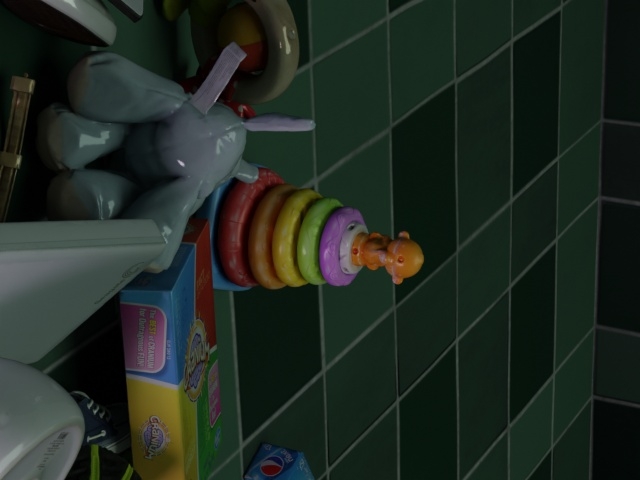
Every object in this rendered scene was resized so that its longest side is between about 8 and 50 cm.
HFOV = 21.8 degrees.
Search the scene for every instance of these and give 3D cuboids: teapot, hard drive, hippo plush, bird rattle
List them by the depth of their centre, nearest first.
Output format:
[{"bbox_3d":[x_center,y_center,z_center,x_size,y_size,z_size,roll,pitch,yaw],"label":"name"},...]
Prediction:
[{"bbox_3d":[-0.366,0.201,1.605,0.252,0.187,0.256,-42,164,-45],"label":"teapot"},{"bbox_3d":[-0.335,0.062,1.669,0.233,0.047,0.353,-39,164,23],"label":"hard drive"},{"bbox_3d":[-0.184,-0.122,1.909,0.294,0.234,0.236,-44,-176,8],"label":"hippo plush"},{"bbox_3d":[-0.111,-0.235,2.003,0.143,0.207,0.253,-12,102,-42],"label":"bird rattle"}]

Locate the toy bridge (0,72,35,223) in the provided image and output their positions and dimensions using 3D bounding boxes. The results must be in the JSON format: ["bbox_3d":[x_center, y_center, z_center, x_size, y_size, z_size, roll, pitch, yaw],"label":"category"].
[{"bbox_3d":[-0.332,-0.086,1.771,0.063,0.026,0.188,-169,-89,-82],"label":"toy bridge"}]

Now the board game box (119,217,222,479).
[{"bbox_3d":[-0.180,0.160,2.044,0.242,0.064,0.316,-72,162,-67],"label":"board game box"}]

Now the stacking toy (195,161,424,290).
[{"bbox_3d":[0.000,0.000,2.169,0.166,0.302,0.175,6,93,-63],"label":"stacking toy"}]

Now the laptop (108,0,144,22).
[{"bbox_3d":[-0.188,-0.503,1.649,0.382,0.236,0.408,37,46,-55],"label":"laptop"}]

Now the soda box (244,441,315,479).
[{"bbox_3d":[-0.044,0.393,2.481,0.067,0.071,0.210,-61,148,-33],"label":"soda box"}]

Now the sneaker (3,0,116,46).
[{"bbox_3d":[-0.286,-0.300,1.721,0.290,0.106,0.123,41,66,-58],"label":"sneaker"}]

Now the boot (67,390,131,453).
[{"bbox_3d":[-0.273,0.213,1.972,0.190,0.069,0.086,-32,133,-55],"label":"boot"}]

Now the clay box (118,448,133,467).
[{"bbox_3d":[-0.256,0.362,2.077,0.127,0.053,0.222,-36,129,-58],"label":"clay box"}]

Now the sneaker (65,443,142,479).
[{"bbox_3d":[-0.352,0.339,1.785,0.384,0.145,0.147,-6,140,-48],"label":"sneaker"}]
